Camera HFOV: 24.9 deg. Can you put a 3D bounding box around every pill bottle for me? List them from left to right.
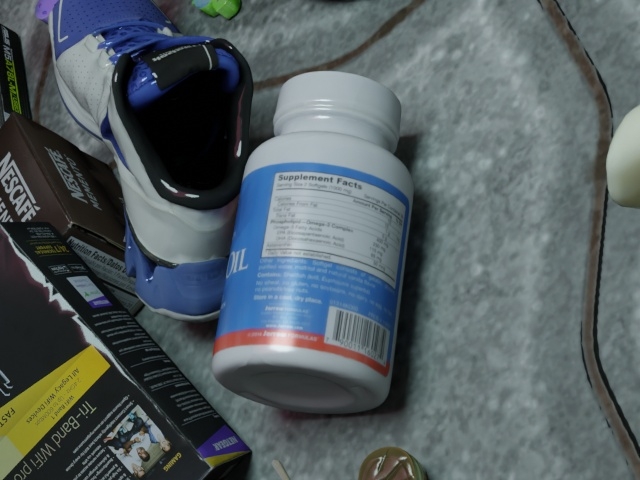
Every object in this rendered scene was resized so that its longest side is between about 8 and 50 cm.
[{"bbox_3d":[0.000,0.000,1.014,0.124,0.124,0.221,-11,61,38],"label":"pill bottle"}]

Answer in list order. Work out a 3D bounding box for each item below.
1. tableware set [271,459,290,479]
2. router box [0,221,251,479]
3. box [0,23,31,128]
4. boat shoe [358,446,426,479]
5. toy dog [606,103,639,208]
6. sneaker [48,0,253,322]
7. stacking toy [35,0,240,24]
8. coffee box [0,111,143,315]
[{"bbox_3d":[-0.060,0.234,1.015,0.154,0.024,0.104,-50,45,9],"label":"tableware set"},{"bbox_3d":[-0.243,0.176,1.090,0.309,0.081,0.243,-45,78,14],"label":"router box"},{"bbox_3d":[-0.370,-0.102,1.460,0.184,0.045,0.190,-38,49,25],"label":"box"},{"bbox_3d":[0.052,0.210,0.920,0.056,0.048,0.153,-13,66,23],"label":"boat shoe"},{"bbox_3d":[0.320,-0.037,0.638,0.395,0.284,0.408,-25,52,30],"label":"toy dog"},{"bbox_3d":[-0.116,-0.113,1.119,0.182,0.127,0.315,104,149,-50],"label":"sneaker"},{"bbox_3d":[-0.202,-0.216,1.279,0.221,0.167,0.052,-12,61,37],"label":"stacking toy"},{"bbox_3d":[-0.287,0.063,1.241,0.297,0.119,0.168,-48,45,12],"label":"coffee box"}]
